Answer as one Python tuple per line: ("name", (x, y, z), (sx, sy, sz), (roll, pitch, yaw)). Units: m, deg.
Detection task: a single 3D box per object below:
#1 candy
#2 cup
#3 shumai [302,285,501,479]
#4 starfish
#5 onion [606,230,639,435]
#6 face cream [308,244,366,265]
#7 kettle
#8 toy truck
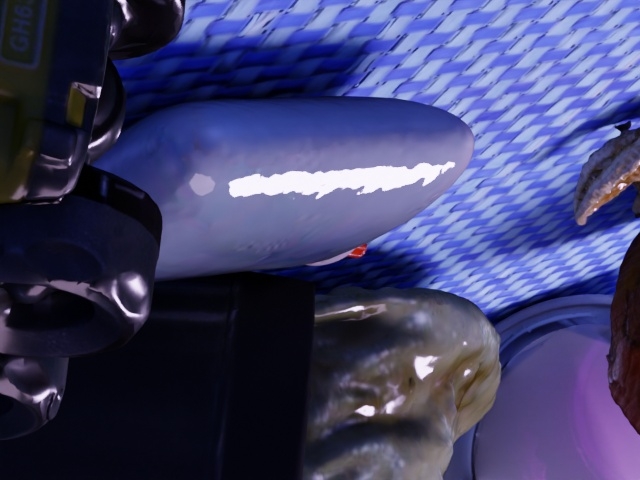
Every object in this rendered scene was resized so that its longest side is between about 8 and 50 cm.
("candy", (-0.032, -0.024, 0.848), (0.174, 0.071, 0.138), (-5, 165, -41))
("cup", (0.223, 0.196, 1.524), (0.253, 0.253, 0.371), (-22, 165, 4))
("shumai", (-0.035, 0.222, 1.179), (0.397, 0.323, 0.324), (-16, 161, -13))
("starfish", (0.263, -0.055, 1.088), (0.235, 0.062, 0.277), (-10, 172, -15))
("onion", (0.285, 0.036, 1.196), (0.230, 0.230, 0.163), (-21, 138, -2))
("face cream", (0.000, 0.000, 1.047), (0.040, 0.021, 0.083), (-29, 161, 24))
("kettle", (-0.147, 0.106, 0.927), (0.271, 0.207, 0.251), (7, 178, -4))
("toy truck", (-0.143, -0.032, 0.620), (0.165, 0.147, 0.224), (12, 154, -18))
